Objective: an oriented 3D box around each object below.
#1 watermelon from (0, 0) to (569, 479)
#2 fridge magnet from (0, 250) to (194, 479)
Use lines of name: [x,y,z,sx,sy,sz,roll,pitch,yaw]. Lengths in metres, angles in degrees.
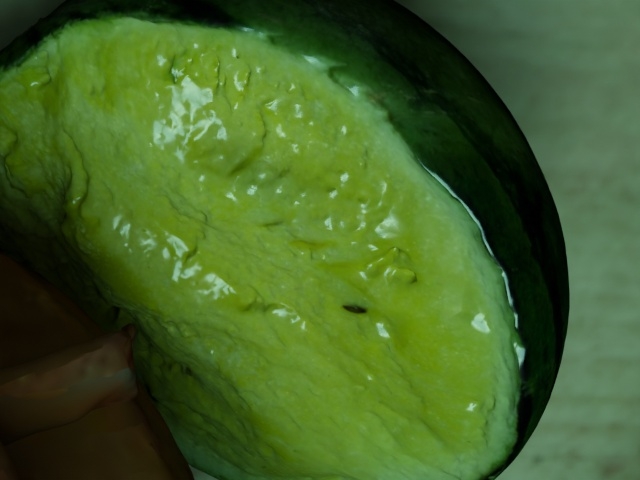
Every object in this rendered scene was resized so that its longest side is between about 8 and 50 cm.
watermelon: [-0.005,-0.006,0.557,0.232,0.127,0.204,36,137,-1]
fridge magnet: [-0.133,0.144,0.537,0.155,0.363,0.363,-19,126,-31]
